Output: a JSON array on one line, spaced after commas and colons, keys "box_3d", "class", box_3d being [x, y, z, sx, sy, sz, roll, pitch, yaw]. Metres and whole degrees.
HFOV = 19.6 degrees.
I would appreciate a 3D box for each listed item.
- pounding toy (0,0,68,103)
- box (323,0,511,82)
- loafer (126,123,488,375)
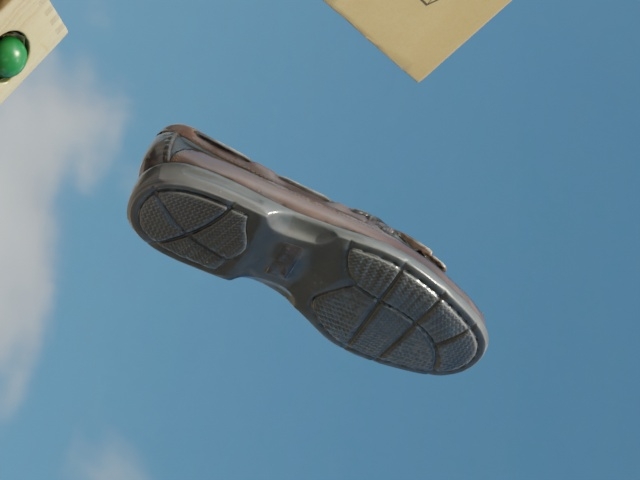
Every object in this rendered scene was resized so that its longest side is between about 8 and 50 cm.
[{"box_3d": [-0.271, -0.177, 1.452, 0.141, 0.100, 0.130, 30, -108, 32], "class": "pounding toy"}, {"box_3d": [0.097, -0.199, 1.159, 0.201, 0.164, 0.021, -41, -122, 11], "class": "box"}, {"box_3d": [0.000, 0.000, 1.402, 0.109, 0.302, 0.095, -49, -157, 39], "class": "loafer"}]
